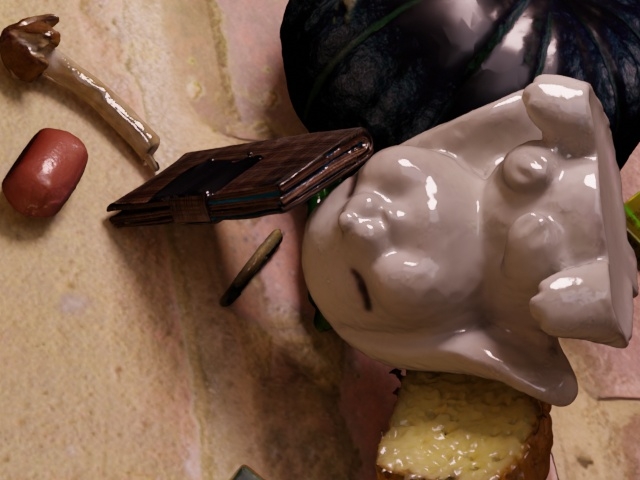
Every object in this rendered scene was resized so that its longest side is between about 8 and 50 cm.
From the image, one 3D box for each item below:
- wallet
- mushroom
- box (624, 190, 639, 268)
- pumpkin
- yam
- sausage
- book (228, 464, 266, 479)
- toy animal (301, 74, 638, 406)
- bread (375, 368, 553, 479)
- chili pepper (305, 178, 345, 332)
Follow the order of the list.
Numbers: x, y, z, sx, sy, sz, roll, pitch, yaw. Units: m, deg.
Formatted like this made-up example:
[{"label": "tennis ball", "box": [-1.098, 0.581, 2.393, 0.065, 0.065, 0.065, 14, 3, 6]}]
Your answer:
[{"label": "wallet", "box": [-0.071, -0.053, 1.696, 0.124, 0.230, 0.042, -34, 112, -40]}, {"label": "mushroom", "box": [-0.209, -0.134, 1.786, 0.187, 0.061, 0.060, 38, 43, -3]}, {"label": "box", "box": [0.384, 0.024, 1.992, 0.193, 0.030, 0.121, 46, 49, 11]}, {"label": "pumpkin", "box": [0.142, -0.175, 1.859, 0.363, 0.266, 0.363, 16, 47, -18]}, {"label": "yam", "box": [-0.061, 0.024, 1.771, 0.014, 0.014, 0.107, 36, 48, 1]}, {"label": "sausage", "box": [-0.235, -0.058, 1.711, 0.054, 0.059, 0.094, 39, 42, -14]}, {"label": "book", "box": [0.007, 0.378, 1.459, 0.371, 0.043, 0.260, 39, 74, 3]}, {"label": "toy animal", "box": [0.116, 0.010, 1.624, 0.265, 0.206, 0.272, -11, 69, 18]}, {"label": "bread", "box": [0.121, 0.171, 1.662, 0.143, 0.139, 0.229, 9, 37, 12]}, {"label": "chili pepper", "box": [0.002, -0.005, 1.785, 0.050, 0.073, 0.182, 1, 56, -24]}]
